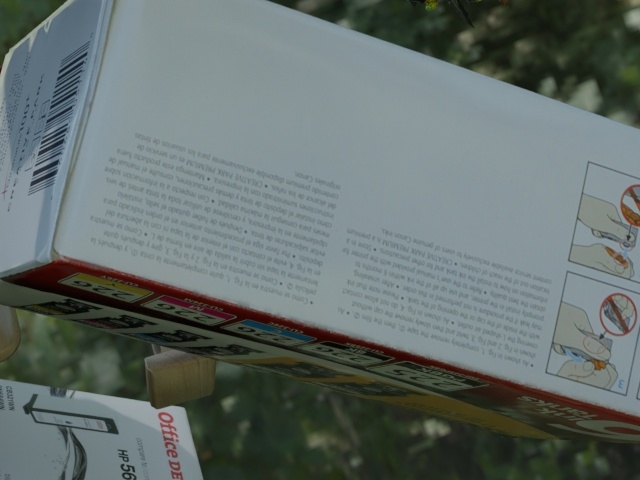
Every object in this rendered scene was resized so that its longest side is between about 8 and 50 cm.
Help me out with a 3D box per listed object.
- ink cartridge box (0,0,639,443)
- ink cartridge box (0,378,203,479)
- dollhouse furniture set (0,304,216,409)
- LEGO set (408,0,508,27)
[{"bbox_3d":[0.000,0.000,0.851,0.309,0.130,0.272,16,-11,-20],"label":"ink cartridge box"},{"bbox_3d":[-0.190,0.179,1.307,0.203,0.086,0.148,10,30,-21],"label":"ink cartridge box"},{"bbox_3d":[-0.201,0.039,1.118,0.242,0.161,0.212,-15,-15,-8],"label":"dollhouse furniture set"},{"bbox_3d":[0.018,-0.264,1.176,0.192,0.331,0.255,-35,13,23],"label":"LEGO set"}]
